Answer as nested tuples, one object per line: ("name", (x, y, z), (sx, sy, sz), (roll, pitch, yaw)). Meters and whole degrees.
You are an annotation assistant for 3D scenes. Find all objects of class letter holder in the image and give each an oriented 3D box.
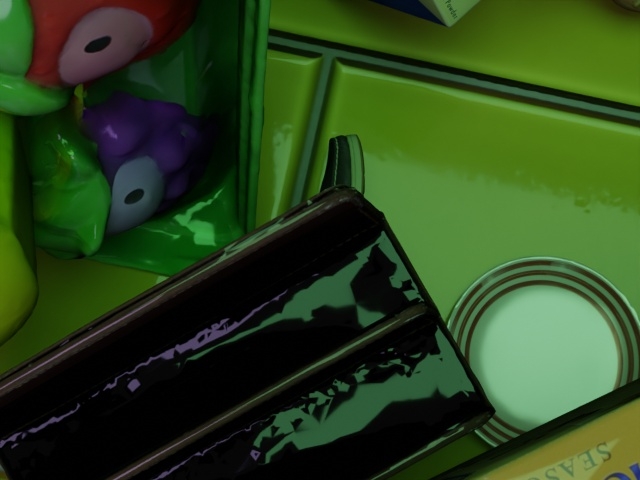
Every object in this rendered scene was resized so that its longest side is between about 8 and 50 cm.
("letter holder", (-0.069, 0.110, 0.676), (0.301, 0.214, 0.152), (-30, 82, 5))

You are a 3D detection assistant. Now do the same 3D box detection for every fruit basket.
("fruit basket", (-0.174, -0.051, 0.655), (0.282, 0.392, 0.392), (10, 79, 1))

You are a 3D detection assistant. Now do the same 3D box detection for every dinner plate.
("dinner plate", (0.152, 0.081, 0.815), (0.141, 0.017, 0.141), (0, 80, -2))

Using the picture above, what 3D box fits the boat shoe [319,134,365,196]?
("boat shoe", (0.000, 0.000, 0.807), (0.049, 0.056, 0.152), (7, 79, -5))

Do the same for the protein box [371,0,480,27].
("protein box", (0.072, -0.269, 0.772), (0.201, 0.200, 0.136), (-43, 124, -8))

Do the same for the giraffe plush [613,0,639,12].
("giraffe plush", (0.242, -0.226, 0.816), (0.170, 0.181, 0.210), (-29, 91, 15))

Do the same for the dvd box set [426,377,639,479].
("dvd box set", (0.094, 0.142, 0.625), (0.420, 0.307, 0.062), (-23, 79, -11))
